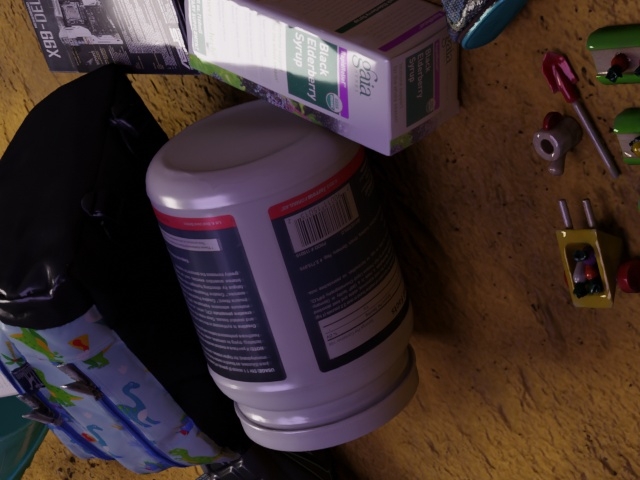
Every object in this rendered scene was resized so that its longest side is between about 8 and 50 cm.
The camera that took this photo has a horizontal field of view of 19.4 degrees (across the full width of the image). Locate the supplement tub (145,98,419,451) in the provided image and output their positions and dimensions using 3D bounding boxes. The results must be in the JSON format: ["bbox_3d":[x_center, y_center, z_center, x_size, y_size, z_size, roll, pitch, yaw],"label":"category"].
[{"bbox_3d":[-0.028,0.027,1.643,0.191,0.191,0.272,10,125,46],"label":"supplement tub"}]

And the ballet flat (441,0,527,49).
[{"bbox_3d":[0.144,-0.210,1.397,0.070,0.070,0.188,54,142,2],"label":"ballet flat"}]

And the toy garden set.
[{"bbox_3d":[0.239,-0.041,1.429,0.204,0.049,0.244,2,119,49],"label":"toy garden set"}]

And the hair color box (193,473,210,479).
[{"bbox_3d":[-0.108,0.421,2.104,0.105,0.174,0.347,29,137,34],"label":"hair color box"}]

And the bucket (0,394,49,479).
[{"bbox_3d":[-0.443,0.170,2.220,0.281,0.281,0.183,49,144,10],"label":"bucket"}]

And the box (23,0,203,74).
[{"bbox_3d":[-0.206,-0.303,1.716,0.242,0.076,0.307,6,122,48],"label":"box"}]

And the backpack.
[{"bbox_3d":[-0.180,0.066,1.782,0.273,0.290,0.355,-26,130,29],"label":"backpack"}]

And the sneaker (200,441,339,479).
[{"bbox_3d":[-0.005,0.268,1.929,0.267,0.106,0.101,49,140,-10],"label":"sneaker"}]

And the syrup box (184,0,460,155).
[{"bbox_3d":[0.000,-0.166,1.569,0.237,0.096,0.093,28,136,35],"label":"syrup box"}]

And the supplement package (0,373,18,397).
[{"bbox_3d":[-0.330,0.041,2.035,0.263,0.198,0.199,-15,107,53],"label":"supplement package"}]
